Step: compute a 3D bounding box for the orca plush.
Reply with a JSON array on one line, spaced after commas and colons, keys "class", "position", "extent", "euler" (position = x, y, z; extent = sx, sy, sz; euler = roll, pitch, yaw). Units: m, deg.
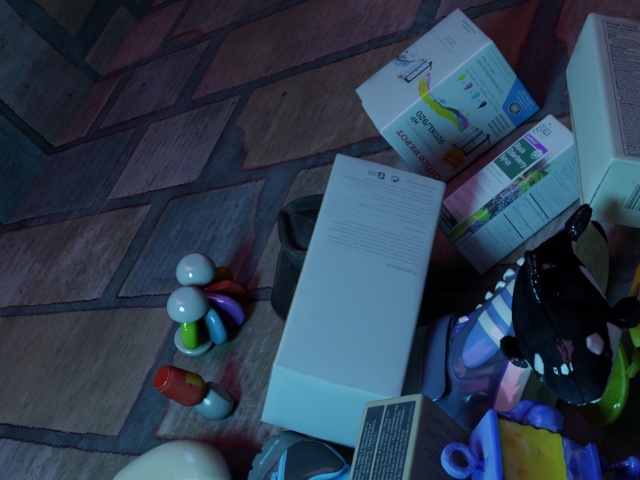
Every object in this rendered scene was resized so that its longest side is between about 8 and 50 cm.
[{"class": "orca plush", "position": [0.262, 0.041, 0.927], "extent": [0.151, 0.102, 0.287], "euler": [-9, 33, 34]}]

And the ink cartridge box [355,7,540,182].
[{"class": "ink cartridge box", "position": [0.214, -0.241, 1.482], "extent": [0.232, 0.171, 0.168], "euler": [-38, 34, 12]}]

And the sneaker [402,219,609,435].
[{"class": "sneaker", "position": [0.222, 0.104, 1.145], "extent": [0.236, 0.130, 0.323], "euler": [9, 66, 46]}]

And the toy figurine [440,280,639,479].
[{"class": "toy figurine", "position": [0.235, 0.203, 0.888], "extent": [0.217, 0.191, 0.363], "euler": [7, 47, -2]}]

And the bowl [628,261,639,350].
[{"class": "bowl", "position": [0.457, 0.044, 0.936], "extent": [0.289, 0.156, 0.290], "euler": [-28, 38, 25]}]

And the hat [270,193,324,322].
[{"class": "hat", "position": [0.000, 0.000, 1.495], "extent": [0.331, 0.134, 0.331], "euler": [-28, 38, 25]}]

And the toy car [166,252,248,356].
[{"class": "toy car", "position": [-0.204, 0.122, 1.600], "extent": [0.136, 0.159, 0.182], "euler": [4, 47, 4]}]

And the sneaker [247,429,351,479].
[{"class": "sneaker", "position": [-0.080, 0.416, 1.149], "extent": [0.139, 0.125, 0.341], "euler": [7, 60, 48]}]

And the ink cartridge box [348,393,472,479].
[{"class": "ink cartridge box", "position": [0.127, 0.309, 0.940], "extent": [0.088, 0.234, 0.193], "euler": [-16, 43, 37]}]

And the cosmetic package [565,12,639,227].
[{"class": "cosmetic package", "position": [0.432, -0.163, 1.157], "extent": [0.160, 0.113, 0.310], "euler": [11, 48, 0]}]

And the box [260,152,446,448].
[{"class": "box", "position": [0.047, 0.088, 1.222], "extent": [0.215, 0.168, 0.345], "euler": [105, -178, -58]}]

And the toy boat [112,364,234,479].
[{"class": "toy boat", "position": [-0.216, 0.357, 1.365], "extent": [0.267, 0.148, 0.318], "euler": [-24, 46, 36]}]

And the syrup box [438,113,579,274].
[{"class": "syrup box", "position": [0.292, -0.069, 1.285], "extent": [0.237, 0.096, 0.093], "euler": [-40, 34, 10]}]
